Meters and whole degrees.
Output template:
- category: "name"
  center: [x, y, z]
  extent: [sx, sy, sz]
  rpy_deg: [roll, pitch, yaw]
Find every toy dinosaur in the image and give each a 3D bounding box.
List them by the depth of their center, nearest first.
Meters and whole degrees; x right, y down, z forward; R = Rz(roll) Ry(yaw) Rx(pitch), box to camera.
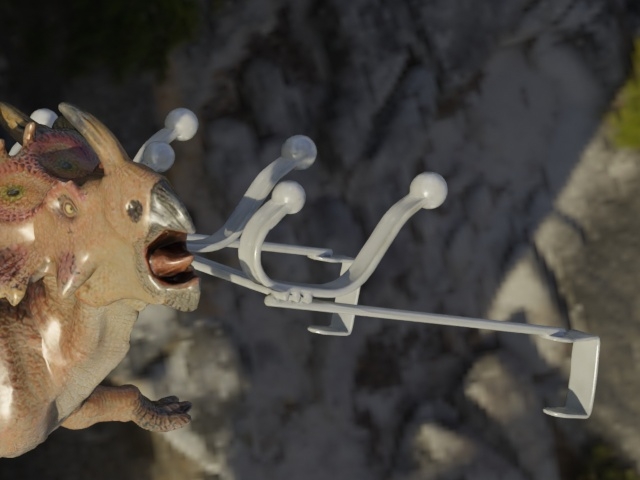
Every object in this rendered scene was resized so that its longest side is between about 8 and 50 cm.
- category: "toy dinosaur"
  center: [-0.175, 0.034, 0.846]
  extent: [0.127, 0.296, 0.200]
  rpy_deg: [-80, 160, -59]

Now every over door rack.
- category: "over door rack"
  center: [0.000, 0.000, 1.211]
  extent: [0.324, 0.239, 0.108]
  rpy_deg: [24, 86, -46]
